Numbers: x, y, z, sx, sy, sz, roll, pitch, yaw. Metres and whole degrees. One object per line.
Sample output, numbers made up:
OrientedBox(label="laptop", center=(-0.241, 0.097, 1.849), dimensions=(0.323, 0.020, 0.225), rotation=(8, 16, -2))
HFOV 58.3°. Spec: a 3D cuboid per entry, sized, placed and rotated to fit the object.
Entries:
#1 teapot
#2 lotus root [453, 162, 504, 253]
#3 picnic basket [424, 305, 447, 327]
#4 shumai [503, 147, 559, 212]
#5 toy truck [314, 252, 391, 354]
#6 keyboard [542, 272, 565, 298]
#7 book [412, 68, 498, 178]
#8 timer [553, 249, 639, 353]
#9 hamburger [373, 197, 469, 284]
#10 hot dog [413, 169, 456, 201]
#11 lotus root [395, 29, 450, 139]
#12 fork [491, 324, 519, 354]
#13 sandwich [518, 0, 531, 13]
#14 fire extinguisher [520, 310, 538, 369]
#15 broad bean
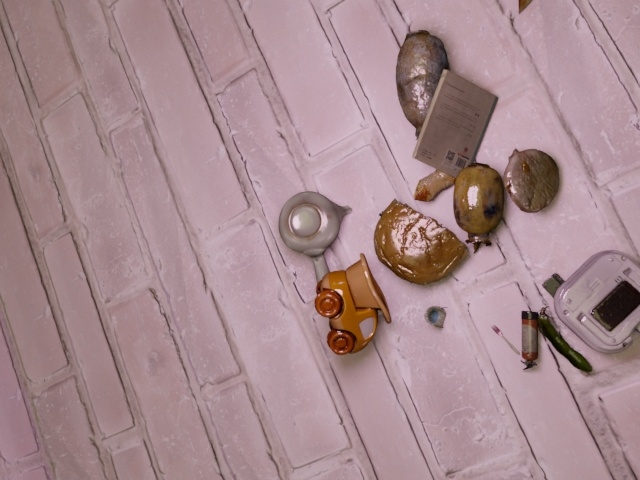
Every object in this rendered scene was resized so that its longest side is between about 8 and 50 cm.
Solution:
OrientedBox(label="teapot", center=(-0.037, -0.001, 1.906), dimensions=(0.219, 0.149, 0.319), rotation=(13, 91, 14))
OrientedBox(label="lotus root", center=(0.474, -0.093, 1.725), dimensions=(0.153, 0.154, 0.278), rotation=(3, 95, 21))
OrientedBox(label="picnic basket", center=(0.362, 0.235, 1.785), dimensions=(0.083, 0.083, 0.065), rotation=(1, 68, 63))
OrientedBox(label="shumai", center=(0.597, -0.178, 1.695), dimensions=(0.201, 0.120, 0.202), rotation=(1, 88, -24))
OrientedBox(label="toy truck", center=(0.097, 0.204, 1.802), dimensions=(0.211, 0.204, 0.288), rotation=(-20, 101, 7))
OrientedBox(label="keyboard", center=(0.737, 0.184, 1.678), dimensions=(0.060, 0.018, 0.195), rotation=(-45, 74, 20))
OrientedBox(label="book", center=(0.411, -0.346, 1.746), dimensions=(0.214, 0.025, 0.283), rotation=(21, 92, -23))
OrientedBox(label="timer", center=(0.808, 0.169, 1.601), dimensions=(0.262, 0.087, 0.237), rotation=(-46, 75, 5))
OrientedBox(label="hamburger", center=(0.289, 0.016, 1.794), dimensions=(0.308, 0.132, 0.211), rotation=(35, 97, 17))
OrientedBox(label="hot dog", center=(0.358, -0.178, 1.813), dimensions=(0.168, 0.061, 0.078), rotation=(-31, 109, -4))
OrientedBox(label="lotus root", center=(0.324, -0.486, 1.786), dimensions=(0.174, 0.175, 0.350), rotation=(-5, 92, 20))
OrientedBox(label="fork", center=(0.562, 0.302, 1.741), dimensions=(0.115, 0.012, 0.016), rotation=(47, 107, 11))
OrientedBox(label="sandwich", center=(0.627, -0.740, 1.756), dimensions=(0.043, 0.031, 0.083), rotation=(-3, 88, 25))
OrientedBox(label="fire extinguisher", center=(0.618, 0.299, 1.700), dimensions=(0.062, 0.050, 0.177), rotation=(-3, 84, 62))
OrientedBox(label="broad bean", center=(0.698, 0.293, 1.660), dimensions=(0.227, 0.039, 0.069), rotation=(53, 141, 1))
